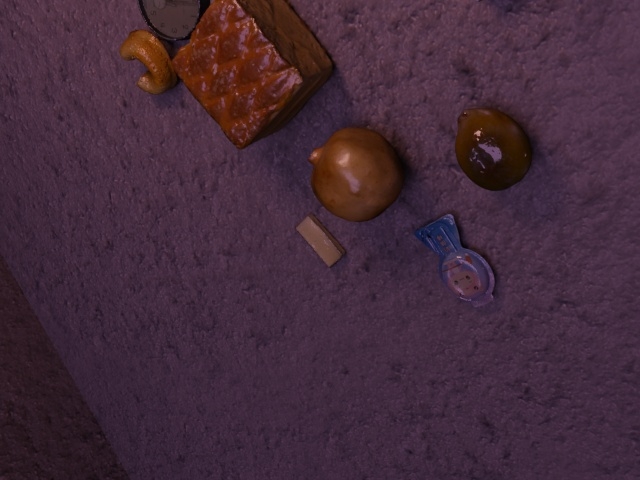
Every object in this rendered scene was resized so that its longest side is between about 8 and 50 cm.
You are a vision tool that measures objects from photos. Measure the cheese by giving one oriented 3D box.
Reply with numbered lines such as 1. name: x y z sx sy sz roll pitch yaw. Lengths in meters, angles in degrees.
1. cheese: 0.337 0.057 1.541 0.135 0.052 0.245 -30 97 37

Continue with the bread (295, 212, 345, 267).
1. bread: 0.000 0.000 1.726 0.154 0.028 0.068 48 128 2

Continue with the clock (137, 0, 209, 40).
1. clock: -0.384 -0.626 1.628 0.214 0.042 0.215 13 119 24

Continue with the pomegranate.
1. pomegranate: 0.085 -0.152 1.486 0.233 0.233 0.233 13 120 24

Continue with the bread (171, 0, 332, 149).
1. bread: -0.157 -0.415 1.498 0.279 0.207 0.279 48 126 2

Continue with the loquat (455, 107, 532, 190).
1. loquat: 0.363 -0.197 1.343 0.152 0.152 0.195 -32 104 37

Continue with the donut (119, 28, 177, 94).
1. donut: -0.461 -0.474 1.703 0.146 0.078 0.181 14 137 31
